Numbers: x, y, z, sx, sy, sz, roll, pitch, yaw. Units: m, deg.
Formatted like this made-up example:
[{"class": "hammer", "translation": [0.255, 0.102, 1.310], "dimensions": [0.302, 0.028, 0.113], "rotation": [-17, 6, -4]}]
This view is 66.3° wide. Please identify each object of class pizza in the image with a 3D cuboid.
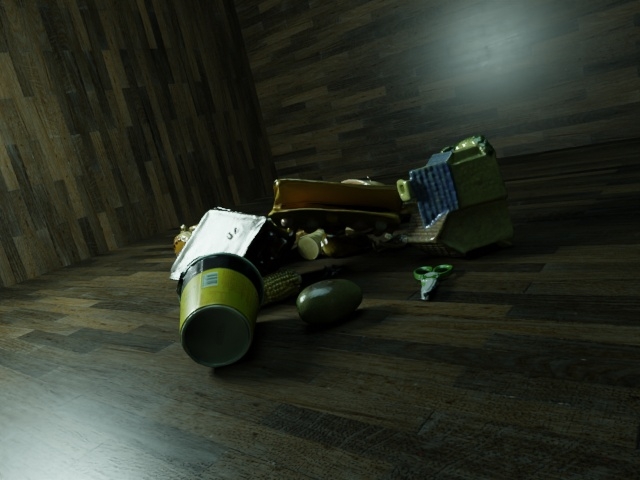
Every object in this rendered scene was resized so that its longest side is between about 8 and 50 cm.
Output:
[{"class": "pizza", "translation": [0.435, -0.128, 1.949], "dimensions": [0.296, 0.071, 0.189], "rotation": [-3, 4, 28]}]

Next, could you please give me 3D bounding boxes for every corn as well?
[{"class": "corn", "translation": [-0.181, 0.149, 1.343], "dimensions": [0.288, 0.087, 0.086], "rotation": [-19, 13, -19]}]

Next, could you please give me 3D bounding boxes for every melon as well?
[{"class": "melon", "translation": [0.022, 0.139, 1.130], "dimensions": [0.162, 0.099, 0.099], "rotation": [-14, 12, -17]}]

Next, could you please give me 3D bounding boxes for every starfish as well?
[{"class": "starfish", "translation": [0.274, 0.002, 1.633], "dimensions": [0.209, 0.053, 0.150], "rotation": [-18, 25, -38]}]

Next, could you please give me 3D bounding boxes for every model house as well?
[{"class": "model house", "translation": [0.354, -0.105, 1.404], "dimensions": [0.266, 0.321, 0.261], "rotation": [-19, 7, -19]}, {"class": "model house", "translation": [-0.219, 0.068, 1.469], "dimensions": [0.297, 0.317, 0.282], "rotation": [32, 1, 39]}]

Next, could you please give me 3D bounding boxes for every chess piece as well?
[{"class": "chess piece", "translation": [0.000, 0.000, 1.801], "dimensions": [0.090, 0.090, 0.200], "rotation": [-6, 13, 30]}]

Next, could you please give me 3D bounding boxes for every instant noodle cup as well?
[{"class": "instant noodle cup", "translation": [-0.229, 0.159, 1.109], "dimensions": [0.215, 0.216, 0.236], "rotation": [-14, 19, -4]}]

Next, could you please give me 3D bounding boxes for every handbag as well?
[{"class": "handbag", "translation": [0.051, -0.081, 1.521], "dimensions": [0.400, 0.133, 0.283], "rotation": [3, -10, 1]}]

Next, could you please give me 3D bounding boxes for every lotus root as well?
[{"class": "lotus root", "translation": [0.093, 0.003, 1.685], "dimensions": [0.190, 0.094, 0.108], "rotation": [-8, 47, 3]}]

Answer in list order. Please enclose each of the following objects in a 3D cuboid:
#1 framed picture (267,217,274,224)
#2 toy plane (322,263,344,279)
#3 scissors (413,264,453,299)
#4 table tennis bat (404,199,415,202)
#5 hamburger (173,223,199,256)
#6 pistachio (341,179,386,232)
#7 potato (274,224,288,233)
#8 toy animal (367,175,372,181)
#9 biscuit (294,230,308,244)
[{"class": "framed picture", "translation": [-0.281, -0.065, 2.532], "dimensions": [0.326, 0.028, 0.446], "rotation": [-10, 13, 13]}, {"class": "toy plane", "translation": [0.031, 0.090, 1.493], "dimensions": [0.078, 0.031, 0.083], "rotation": [-32, 21, -20]}, {"class": "scissors", "translation": [0.268, 0.100, 1.202], "dimensions": [0.101, 0.027, 0.204], "rotation": [-10, 11, 22]}, {"class": "table tennis bat", "translation": [0.344, -0.167, 2.193], "dimensions": [0.201, 0.124, 0.033], "rotation": [-2, -37, -33]}, {"class": "hamburger", "translation": [-0.374, 0.031, 1.702], "dimensions": [0.211, 0.260, 0.245], "rotation": [-43, -3, -38]}, {"class": "pistachio", "translation": [0.154, -0.142, 1.943], "dimensions": [0.229, 0.230, 0.308], "rotation": [-23, 19, -38]}, {"class": "potato", "translation": [-0.202, -0.020, 2.114], "dimensions": [0.105, 0.085, 0.188], "rotation": [-31, 4, 36]}, {"class": "toy animal", "translation": [0.206, -0.190, 2.231], "dimensions": [0.272, 0.197, 0.160], "rotation": [-27, 15, -34]}, {"class": "biscuit", "translation": [-0.129, 0.014, 1.852], "dimensions": [0.202, 0.044, 0.288], "rotation": [-29, 4, 31]}]
